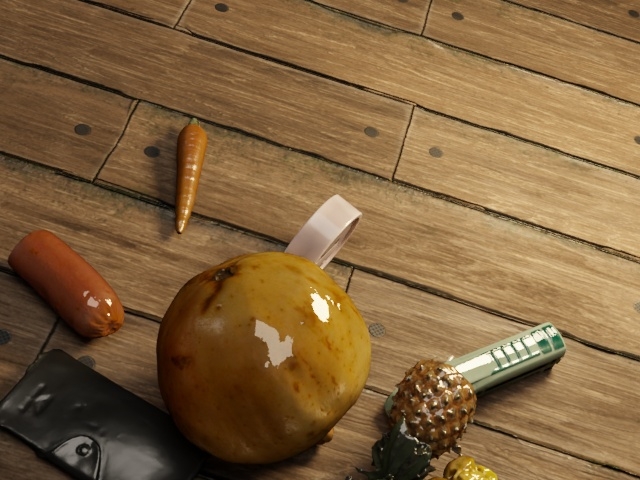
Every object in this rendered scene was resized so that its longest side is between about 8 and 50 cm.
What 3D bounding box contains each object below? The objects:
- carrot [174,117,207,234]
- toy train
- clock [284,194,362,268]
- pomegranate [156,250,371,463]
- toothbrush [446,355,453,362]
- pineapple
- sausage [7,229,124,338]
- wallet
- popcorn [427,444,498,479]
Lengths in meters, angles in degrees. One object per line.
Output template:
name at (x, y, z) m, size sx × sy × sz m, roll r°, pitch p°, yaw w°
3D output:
carrot at (-0.291, -0.146, 2.144) m, size 0.069 × 0.069 × 0.336 m, roll 6°, pitch 53°, yaw -9°
toy train at (0.311, 0.266, 1.928) m, size 0.407 × 0.088 × 0.086 m, roll -17°, pitch 68°, yaw -27°
clock at (0.000, 0.000, 2.009) m, size 0.068 × 0.197 × 0.197 m, roll 40°, pitch 53°, yaw 7°
pomegranate at (-0.089, 0.225, 1.718) m, size 0.410 × 0.410 × 0.410 m, roll 7°, pitch 50°, yaw -8°
toothbrush at (0.228, 0.286, 1.950) m, size 0.017 × 0.014 × 0.162 m, roll 22°, pitch 48°, yaw 23°
pineapple at (0.144, 0.378, 1.695) m, size 0.165 × 0.165 × 0.364 m, roll 31°, pitch 55°, yaw 12°
sausage at (-0.484, 0.088, 1.872) m, size 0.259 × 0.113 × 0.113 m, roll 39°, pitch 53°, yaw 19°
wallet at (-0.389, 0.341, 1.727) m, size 0.377 × 0.051 × 0.197 m, roll 29°, pitch 48°, yaw 12°
popcorn at (0.254, 0.484, 1.720) m, size 0.163 × 0.140 × 0.194 m, roll 32°, pitch 40°, yaw 23°
